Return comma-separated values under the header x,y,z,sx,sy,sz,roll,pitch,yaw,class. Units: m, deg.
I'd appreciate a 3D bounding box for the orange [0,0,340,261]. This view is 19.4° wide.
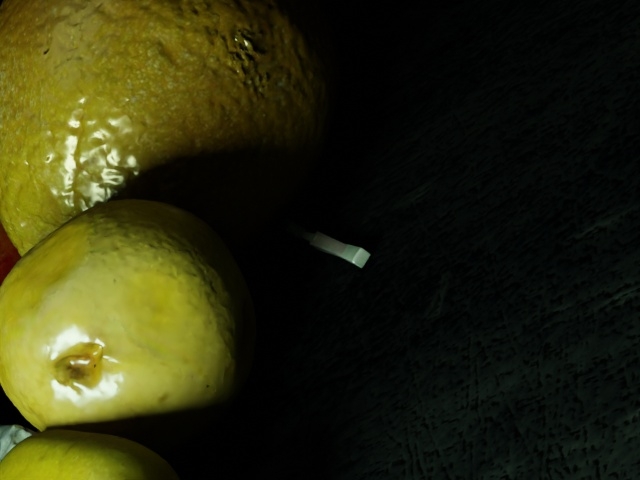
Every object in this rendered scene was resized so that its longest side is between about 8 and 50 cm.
x,y,z,sx,sy,sz,roll,pitch,yaw,class
-0.149,-0.119,1.663,0.322,0.322,0.357,-26,39,52,orange

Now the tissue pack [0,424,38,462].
x,y,z,sx,sy,sz,roll,pitch,yaw,class
-0.333,0.286,1.563,0.361,0.122,0.259,-12,52,60,tissue pack

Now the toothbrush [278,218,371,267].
x,y,z,sx,sy,sz,roll,pitch,yaw,class
0.002,0.001,1.523,0.014,0.017,0.194,-58,21,-3,toothbrush

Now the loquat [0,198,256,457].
x,y,z,sx,sy,sz,roll,pitch,yaw,class
-0.150,0.070,1.455,0.208,0.208,0.208,-44,19,20,loquat

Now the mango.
x,y,z,sx,sy,sz,roll,pitch,yaw,class
-0.167,0.199,1.344,0.195,0.098,0.137,33,96,48,mango

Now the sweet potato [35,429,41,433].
x,y,z,sx,sy,sz,roll,pitch,yaw,class
-0.239,0.193,1.643,0.218,0.065,0.051,-19,40,54,sweet potato

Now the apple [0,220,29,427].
x,y,z,sx,sy,sz,roll,pitch,yaw,class
-0.360,0.056,1.876,0.317,0.288,0.288,-42,15,-16,apple
